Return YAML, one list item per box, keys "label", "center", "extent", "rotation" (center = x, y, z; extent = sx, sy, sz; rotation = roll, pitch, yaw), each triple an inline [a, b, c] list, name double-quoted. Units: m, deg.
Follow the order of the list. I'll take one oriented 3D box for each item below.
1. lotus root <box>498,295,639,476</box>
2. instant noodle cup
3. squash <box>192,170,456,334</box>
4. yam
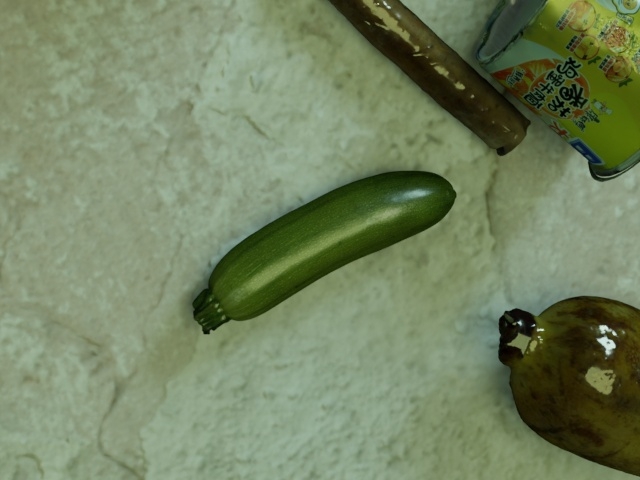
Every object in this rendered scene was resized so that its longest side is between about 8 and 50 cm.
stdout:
- label: "lotus root"
  center: [0.260, 0.128, 1.661]
  extent: [0.260, 0.128, 0.145]
  rotation: [27, 76, -25]
- label: "instant noodle cup"
  center: [0.237, -0.176, 1.580]
  extent: [0.153, 0.205, 0.205]
  rotation: [34, 87, -9]
- label: "squash"
  center: [0.000, 0.000, 1.588]
  extent: [0.258, 0.069, 0.069]
  rotation: [-26, 106, -13]
- label: "yam"
  center: [0.080, -0.168, 1.598]
  extent: [0.264, 0.046, 0.046]
  rotation: [40, 85, -21]
